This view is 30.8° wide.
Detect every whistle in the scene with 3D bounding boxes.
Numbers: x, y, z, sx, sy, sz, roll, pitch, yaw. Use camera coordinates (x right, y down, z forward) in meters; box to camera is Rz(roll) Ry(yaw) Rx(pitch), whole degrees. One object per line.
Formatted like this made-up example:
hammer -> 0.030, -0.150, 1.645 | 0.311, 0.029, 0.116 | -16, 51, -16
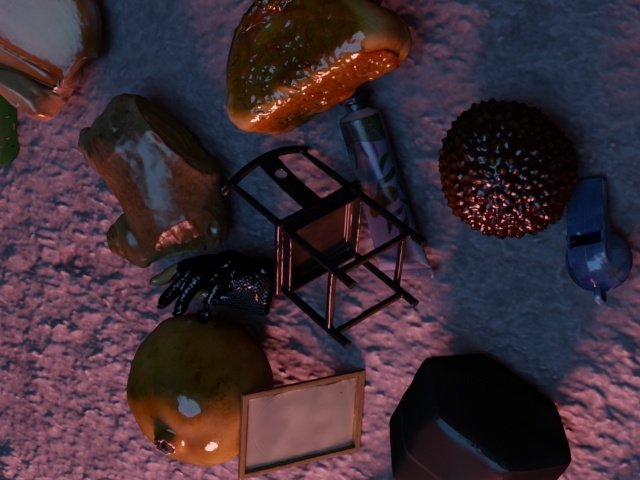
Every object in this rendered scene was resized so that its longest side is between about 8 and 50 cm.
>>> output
whistle -> 0.352, 0.007, 1.475 | 0.090, 0.090, 0.158 | -10, 62, 29

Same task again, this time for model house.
model house -> -0.548, -0.202, 1.838 | 0.088, 0.117, 0.167 | 14, 115, 26

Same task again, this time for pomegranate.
pomegranate -> -0.174, 0.217, 1.726 | 0.233, 0.233, 0.233 | 8, 110, 25

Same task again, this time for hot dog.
hot dog -> -0.017, -0.256, 1.515 | 0.257, 0.150, 0.153 | -29, 71, 28

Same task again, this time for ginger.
ginger -> -0.254, -0.078, 1.712 | 0.276, 0.130, 0.221 | 39, 114, 8

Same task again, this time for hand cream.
hand cream -> 0.085, -0.071, 1.593 | 0.091, 0.058, 0.271 | -5, 108, 40

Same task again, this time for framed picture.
framed picture -> -0.026, 0.265, 1.688 | 0.010, 0.201, 0.136 | 32, 124, 54

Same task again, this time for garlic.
garlic -> -0.434, -0.322, 1.747 | 0.228, 0.110, 0.217 | 41, 109, -6

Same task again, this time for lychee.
lychee -> 0.230, -0.086, 1.444 | 0.188, 0.188, 0.188 | 8, 110, 25

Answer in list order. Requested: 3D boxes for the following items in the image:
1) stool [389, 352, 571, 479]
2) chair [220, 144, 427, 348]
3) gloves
stool -> 0.207, 0.266, 1.546 | 0.232, 0.232, 0.141 | 35, 121, 13
chair -> 0.000, 0.000, 1.580 | 0.260, 0.155, 0.141 | 40, 144, 33
gloves -> -0.158, 0.057, 1.702 | 0.181, 0.129, 0.106 | 11, 106, -1
